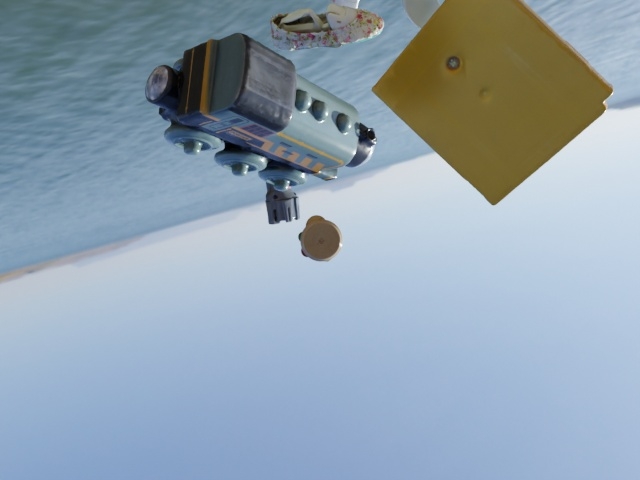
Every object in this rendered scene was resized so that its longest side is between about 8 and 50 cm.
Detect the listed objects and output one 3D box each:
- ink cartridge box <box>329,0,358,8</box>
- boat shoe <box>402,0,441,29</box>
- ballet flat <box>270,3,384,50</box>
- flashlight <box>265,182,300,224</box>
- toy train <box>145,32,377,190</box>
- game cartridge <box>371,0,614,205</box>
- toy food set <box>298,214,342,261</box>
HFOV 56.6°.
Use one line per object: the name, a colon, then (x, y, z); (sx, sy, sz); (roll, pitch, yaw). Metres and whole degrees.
ink cartridge box: (0.066, -0.678, 1.519); (0.063, 0.150, 0.109); (1, -142, -19)
boat shoe: (0.229, -0.458, 1.231); (0.183, 0.065, 0.083); (26, -162, -28)
ballet flat: (0.004, -0.432, 1.194); (0.241, 0.091, 0.077); (-3, 146, 20)
flashlight: (-0.100, -0.200, 1.485); (0.103, 0.303, 0.103); (-7, -169, -1)
toy train: (-0.069, -0.165, 0.829); (0.190, 0.142, 0.334); (-3, 166, 41)
game cartridge: (0.295, -0.262, 1.048); (0.285, 0.324, 0.052); (-46, -178, 35)
toy food set: (0.000, 0.000, 1.119); (0.083, 0.082, 0.020); (28, -177, -9)
